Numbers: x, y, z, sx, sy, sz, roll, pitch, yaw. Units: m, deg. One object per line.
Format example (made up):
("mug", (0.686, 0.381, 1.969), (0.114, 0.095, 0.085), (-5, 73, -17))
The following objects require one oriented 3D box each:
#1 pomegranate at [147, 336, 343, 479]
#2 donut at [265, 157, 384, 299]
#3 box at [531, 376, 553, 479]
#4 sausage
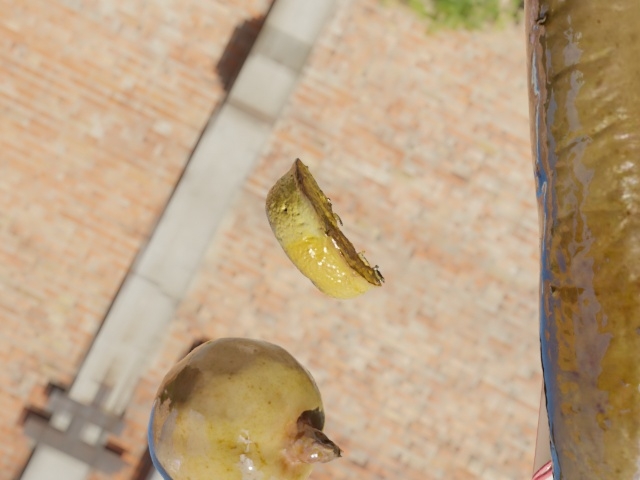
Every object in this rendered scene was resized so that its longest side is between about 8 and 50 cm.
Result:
("pomegranate", (-0.095, 0.211, 1.982), (0.207, 0.207, 0.207), (27, -176, -2))
("donut", (0.000, 0.000, 1.063), (0.083, 0.038, 0.067), (44, -161, -41))
("box", (0.436, 0.200, 1.869), (0.314, 0.300, 0.312), (46, -156, -13))
("sausage", (0.205, 0.019, 1.181), (0.123, 0.501, 0.136), (-4, -177, -7))
